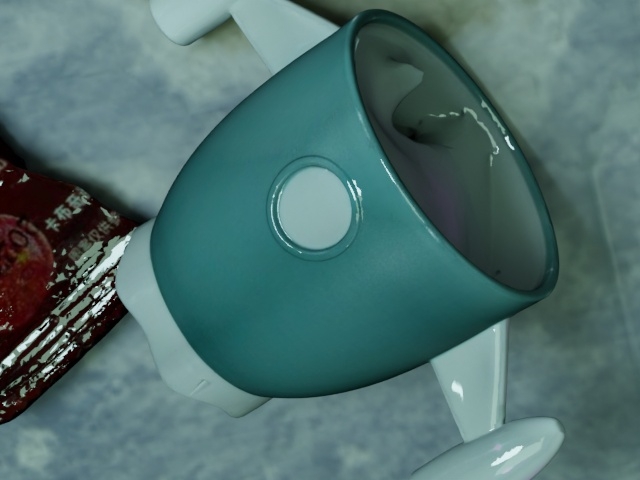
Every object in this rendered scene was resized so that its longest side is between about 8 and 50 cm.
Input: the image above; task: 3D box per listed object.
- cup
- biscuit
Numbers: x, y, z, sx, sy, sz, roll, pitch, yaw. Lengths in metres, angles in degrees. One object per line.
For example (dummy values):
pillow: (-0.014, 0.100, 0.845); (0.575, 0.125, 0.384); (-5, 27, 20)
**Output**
cup: (0.000, 0.000, 0.880); (0.173, 0.167, 0.299); (-33, 80, 26)
biscuit: (-0.206, -0.015, 0.937); (0.235, 0.063, 0.151); (42, 97, -7)
